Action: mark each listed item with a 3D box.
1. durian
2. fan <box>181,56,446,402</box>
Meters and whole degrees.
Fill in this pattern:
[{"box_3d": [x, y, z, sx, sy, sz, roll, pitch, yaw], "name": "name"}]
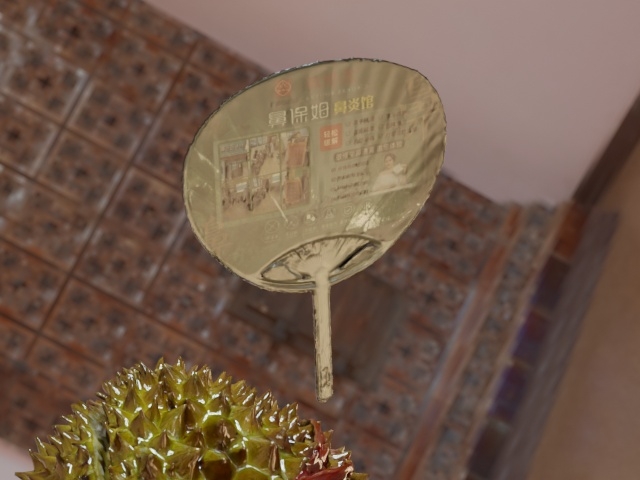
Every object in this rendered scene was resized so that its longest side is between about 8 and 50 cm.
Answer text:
[{"box_3d": [-0.110, 0.280, 1.327, 0.347, 0.348, 0.384, -77, -13, -61], "name": "durian"}, {"box_3d": [-0.022, -0.016, 1.296, 0.012, 0.223, 0.294, 45, 114, 53], "name": "fan"}]
